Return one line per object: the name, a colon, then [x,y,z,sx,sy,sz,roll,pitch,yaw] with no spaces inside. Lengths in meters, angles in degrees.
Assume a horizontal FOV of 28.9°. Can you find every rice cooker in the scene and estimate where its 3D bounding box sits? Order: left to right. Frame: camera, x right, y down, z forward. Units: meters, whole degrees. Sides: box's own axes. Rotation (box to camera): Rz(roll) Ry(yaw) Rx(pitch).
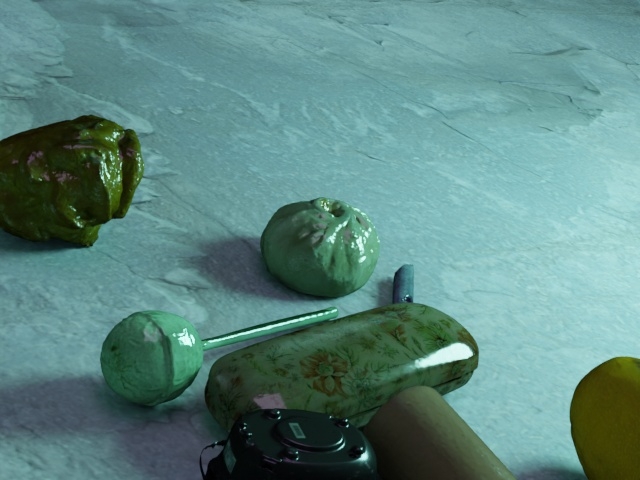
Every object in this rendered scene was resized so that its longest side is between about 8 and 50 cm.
rice cooker: [-0.033,0.259,1.393,0.203,0.118,0.142,4,28,-26]

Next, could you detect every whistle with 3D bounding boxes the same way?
whistle: [0.127,0.085,1.908,0.033,0.033,0.176,13,27,-2]

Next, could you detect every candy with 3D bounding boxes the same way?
candy: [-0.111,0.128,1.652,0.119,0.119,0.440,32,24,32]

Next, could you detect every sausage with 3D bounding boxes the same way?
sausage: [0.156,0.286,1.435,0.123,0.123,0.253,-4,32,-32]

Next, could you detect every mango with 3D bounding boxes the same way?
mango: [0.412,0.274,1.507,0.144,0.187,0.359,16,24,-26]

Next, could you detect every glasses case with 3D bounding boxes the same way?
glasses case: [0.038,0.170,1.623,0.425,0.098,0.156,-13,39,-43]

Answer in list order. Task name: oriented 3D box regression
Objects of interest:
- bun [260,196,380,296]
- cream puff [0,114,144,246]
bun: [0.000,0.000,1.920,0.195,0.118,0.195,11,30,-7]
cream puff: [-0.376,-0.094,1.826,0.244,0.196,0.244,12,25,-5]
